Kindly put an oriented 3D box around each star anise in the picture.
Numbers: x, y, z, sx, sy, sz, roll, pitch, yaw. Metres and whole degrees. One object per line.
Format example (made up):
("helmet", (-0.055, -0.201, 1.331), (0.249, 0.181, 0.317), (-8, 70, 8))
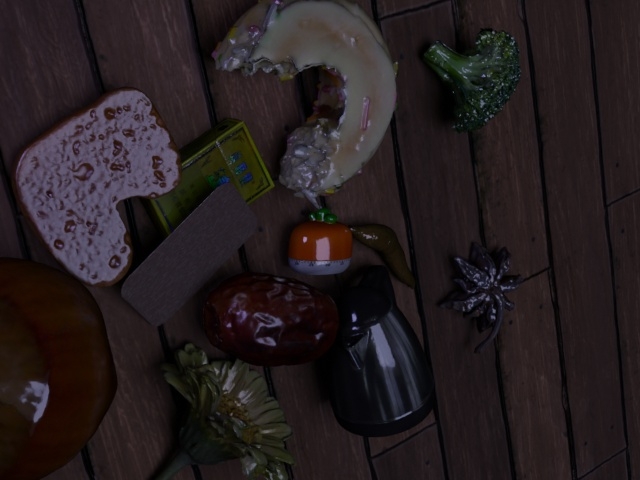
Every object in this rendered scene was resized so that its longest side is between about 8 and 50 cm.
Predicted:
("star anise", (0.351, 0.117, 2.351), (0.209, 0.089, 0.231), (-28, 105, -18))

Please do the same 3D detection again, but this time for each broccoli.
("broccoli", (0.288, -0.325, 2.165), (0.194, 0.194, 0.219), (23, 111, -37))

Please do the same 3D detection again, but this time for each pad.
("pad", (-0.222, 0.027, 1.911), (0.266, 0.002, 0.176), (-46, 149, -8))

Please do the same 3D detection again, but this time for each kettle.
("kettle", (0.112, 0.198, 2.117), (0.251, 0.207, 0.271), (-34, 124, -28))

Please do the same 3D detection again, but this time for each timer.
("timer", (0.000, 0.000, 2.070), (0.136, 0.099, 0.136), (-3, 94, -45))

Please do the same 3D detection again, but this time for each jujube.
("jujube", (-0.090, 0.139, 1.986), (0.243, 0.183, 0.183), (0, 101, -33))

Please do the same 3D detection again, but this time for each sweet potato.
("sweet potato", (0.135, 0.017, 2.189), (0.249, 0.059, 0.069), (45, 51, -47))

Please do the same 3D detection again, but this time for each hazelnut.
("hazelnut", (-0.469, 0.207, 1.663), (0.366, 0.366, 0.365), (-10, 107, -33))

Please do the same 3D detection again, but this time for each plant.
("plant", (-0.176, 0.339, 2.006), (0.306, 0.297, 0.261), (46, 39, 8))

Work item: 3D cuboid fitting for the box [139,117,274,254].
("box", (-0.200, -0.097, 1.921), (0.220, 0.064, 0.141), (-37, 120, -20))

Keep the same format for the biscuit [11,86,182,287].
("biscuit", (-0.344, -0.085, 1.789), (0.277, 0.052, 0.262), (-37, 107, -10))

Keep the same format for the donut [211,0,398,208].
("donut", (-0.014, -0.280, 1.952), (0.307, 0.150, 0.371), (-43, 123, -20))
